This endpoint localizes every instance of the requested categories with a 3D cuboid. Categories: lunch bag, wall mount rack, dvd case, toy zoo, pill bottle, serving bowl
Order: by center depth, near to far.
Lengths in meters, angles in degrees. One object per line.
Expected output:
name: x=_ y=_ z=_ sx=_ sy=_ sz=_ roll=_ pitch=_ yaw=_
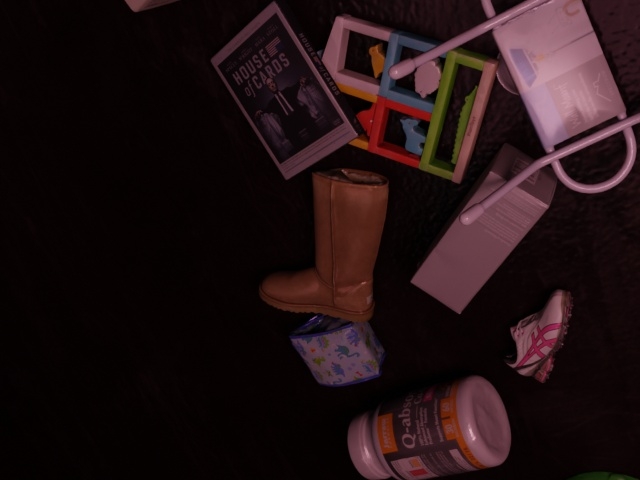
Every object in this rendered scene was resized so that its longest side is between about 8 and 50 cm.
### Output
wall mount rack: x=0.267 y=-0.189 z=0.823 sx=0.304 sy=0.130 sz=0.350 roll=-26 pitch=100 yaw=11
serving bowl: x=0.287 y=-0.245 z=0.905 sx=0.083 sy=0.027 sz=0.083 roll=11 pitch=122 yaw=19
toy zoo: x=0.103 y=-0.222 z=0.991 sx=0.293 sy=0.030 sz=0.192 roll=23 pitch=127 yaw=19
dvd case: x=-0.057 y=-0.235 z=1.048 sx=0.179 sy=0.029 sz=0.239 roll=-26 pitch=100 yaw=43
pill bottle: x=0.197 y=0.360 z=1.220 sx=0.278 sy=0.162 sz=0.162 roll=-26 pitch=105 yaw=34
lunch bag: x=0.031 y=0.207 z=1.250 sx=0.151 sy=0.096 sz=0.129 roll=-23 pitch=107 yaw=24

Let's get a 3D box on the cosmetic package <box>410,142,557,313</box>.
cosmetic package: x=0.246 y=-0.016 z=0.998 sx=0.107 sy=0.127 sz=0.238 roll=31 pitch=128 yaw=6

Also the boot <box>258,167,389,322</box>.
boot: x=0.000 y=0.000 z=1.156 sx=0.236 sy=0.089 sz=0.269 roll=8 pitch=120 yaw=13

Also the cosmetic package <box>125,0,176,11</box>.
cosmetic package: x=-0.164 y=-0.466 z=0.908 sx=0.309 sy=0.160 sz=0.113 roll=-31 pitch=101 yaw=34

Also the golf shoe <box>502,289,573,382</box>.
golf shoe: x=0.359 y=0.155 z=1.080 sx=0.086 sy=0.067 sz=0.186 roll=20 pitch=125 yaw=16

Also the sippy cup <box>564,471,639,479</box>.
sippy cup: x=0.517 y=0.576 z=1.156 sx=0.240 sy=0.224 sz=0.305 roll=26 pitch=126 yaw=11
